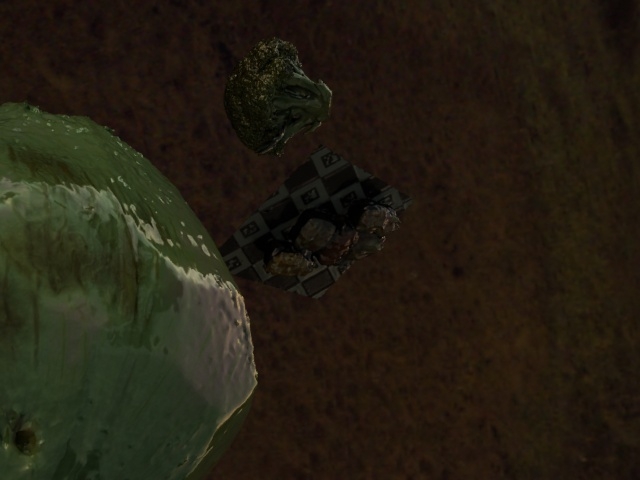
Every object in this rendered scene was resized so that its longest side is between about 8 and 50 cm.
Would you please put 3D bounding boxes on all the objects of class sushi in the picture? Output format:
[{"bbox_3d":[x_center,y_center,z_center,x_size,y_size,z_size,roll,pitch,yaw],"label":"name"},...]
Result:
[{"bbox_3d":[0.000,0.000,1.526,0.292,0.294,0.059,23,29,-45],"label":"sushi"}]

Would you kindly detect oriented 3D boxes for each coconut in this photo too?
[{"bbox_3d":[-0.198,0.076,0.518,0.329,0.281,0.328,20,35,-14],"label":"coconut"}]

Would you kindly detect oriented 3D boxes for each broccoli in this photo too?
[{"bbox_3d":[-0.047,-0.157,0.976,0.131,0.120,0.130,-62,158,-82],"label":"broccoli"}]
